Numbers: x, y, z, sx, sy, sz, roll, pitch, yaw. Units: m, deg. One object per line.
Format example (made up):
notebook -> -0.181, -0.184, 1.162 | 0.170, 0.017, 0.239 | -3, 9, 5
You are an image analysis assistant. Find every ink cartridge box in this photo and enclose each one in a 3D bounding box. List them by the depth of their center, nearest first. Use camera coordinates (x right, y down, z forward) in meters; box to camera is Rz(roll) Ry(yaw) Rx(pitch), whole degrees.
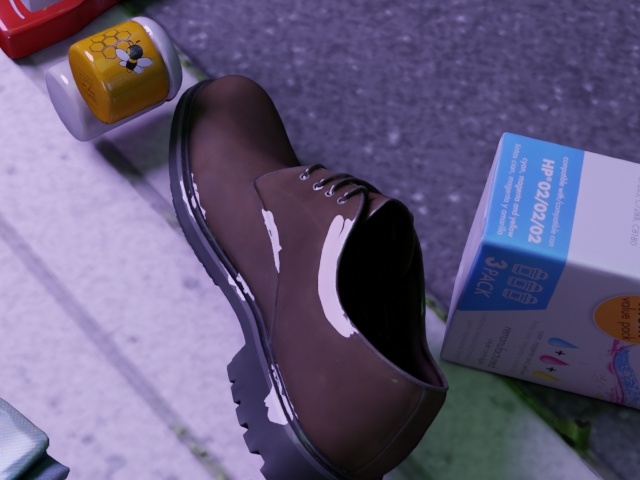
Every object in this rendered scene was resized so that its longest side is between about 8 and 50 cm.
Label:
ink cartridge box -> 0.153, 0.026, 0.600 | 0.181, 0.104, 0.061 | 14, 57, 3

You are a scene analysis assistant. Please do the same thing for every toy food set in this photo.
toy food set -> -0.115, -0.147, 0.678 | 0.105, 0.111, 0.232 | -28, 62, -21

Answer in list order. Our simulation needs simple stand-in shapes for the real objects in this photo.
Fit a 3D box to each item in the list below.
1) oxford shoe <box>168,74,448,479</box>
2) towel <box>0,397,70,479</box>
oxford shoe -> 0.000, 0.000, 0.592 | 0.083, 0.096, 0.227 | 21, 35, -45
towel -> -0.307, 0.136, 0.485 | 0.271, 0.040, 0.370 | 31, 60, 34
